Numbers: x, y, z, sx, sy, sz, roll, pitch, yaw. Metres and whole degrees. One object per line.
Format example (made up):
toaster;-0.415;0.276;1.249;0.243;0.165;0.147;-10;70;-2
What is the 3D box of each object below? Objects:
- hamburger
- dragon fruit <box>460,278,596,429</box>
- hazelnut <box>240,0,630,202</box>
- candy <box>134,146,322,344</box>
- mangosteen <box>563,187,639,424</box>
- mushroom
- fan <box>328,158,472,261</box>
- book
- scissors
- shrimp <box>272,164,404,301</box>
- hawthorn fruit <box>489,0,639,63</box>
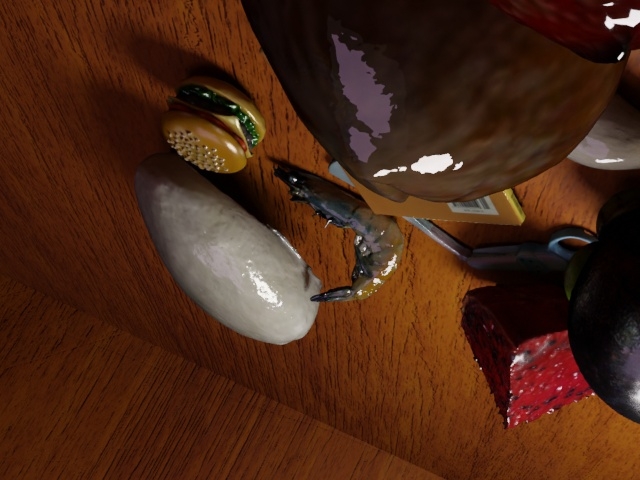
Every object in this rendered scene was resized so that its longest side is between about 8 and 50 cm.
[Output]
hamburger;-0.166;-0.176;1.641;0.162;0.115;0.162;25;159;10
dragon fruit;0.378;0.175;1.680;0.330;0.240;0.302;4;-162;-15
hazelnut;0.097;-0.217;0.987;0.359;0.359;0.409;10;144;37
candy;-0.183;0.014;1.899;0.386;0.186;0.427;35;164;44
mangosteen;0.449;0.086;1.329;0.300;0.300;0.300;24;158;10
mushroom;0.324;-0.129;1.219;0.212;0.088;0.097;19;113;8
fan;0.133;-0.048;1.705;0.282;0.023;0.057;33;149;-13
book;0.106;-0.145;1.493;0.262;0.028;0.374;7;148;37
scissors;0.328;0.027;1.630;0.256;0.030;0.125;-3;143;46
shrimp;0.000;0.000;1.783;0.262;0.198;0.051;32;-165;1
hawthorn fruit;0.222;-0.308;0.605;0.403;0.403;0.403;24;158;10
